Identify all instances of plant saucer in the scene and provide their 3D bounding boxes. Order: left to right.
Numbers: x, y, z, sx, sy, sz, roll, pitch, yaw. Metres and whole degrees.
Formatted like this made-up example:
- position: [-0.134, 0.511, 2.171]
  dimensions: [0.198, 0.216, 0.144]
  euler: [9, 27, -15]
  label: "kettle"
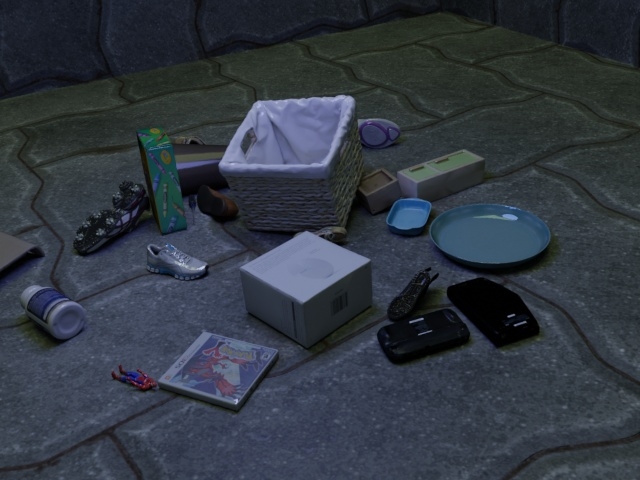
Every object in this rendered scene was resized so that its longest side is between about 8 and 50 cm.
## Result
- position: [0.456, -0.008, 1.875]
  dimensions: [0.317, 0.043, 0.317]
  euler: [-4, 30, 2]
  label: "plant saucer"

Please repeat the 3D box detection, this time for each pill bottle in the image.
- position: [-0.658, 0.168, 1.686]
  dimensions: [0.169, 0.094, 0.094]
  euler: [21, 39, 36]
  label: "pill bottle"

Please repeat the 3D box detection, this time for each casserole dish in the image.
- position: [0.258, -0.066, 2.006]
  dimensions: [0.114, 0.037, 0.188]
  euler: [5, 31, 17]
  label: "casserole dish"

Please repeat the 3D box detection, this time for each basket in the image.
- position: [-0.395, -0.245, 2.294]
  dimensions: [0.227, 0.154, 0.204]
  euler: [-6, 48, -10]
  label: "basket"
- position: [-0.061, -0.219, 2.006]
  dimensions: [0.331, 0.266, 0.328]
  euler: [1, 45, 21]
  label: "basket"

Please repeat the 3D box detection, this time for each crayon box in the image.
- position: [-0.473, -0.179, 2.063]
  dimensions: [0.081, 0.278, 0.165]
  euler: [-14, 32, -18]
  label: "crayon box"

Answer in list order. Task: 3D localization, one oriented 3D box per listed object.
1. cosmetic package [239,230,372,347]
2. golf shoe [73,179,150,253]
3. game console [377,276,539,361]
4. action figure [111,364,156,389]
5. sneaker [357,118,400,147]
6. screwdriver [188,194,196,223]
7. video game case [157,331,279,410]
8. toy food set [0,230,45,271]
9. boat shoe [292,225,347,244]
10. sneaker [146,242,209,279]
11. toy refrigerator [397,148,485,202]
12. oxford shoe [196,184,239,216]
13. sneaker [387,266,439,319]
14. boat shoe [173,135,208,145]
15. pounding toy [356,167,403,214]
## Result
- position: [-0.032, 0.109, 1.653]
  dimensions: [0.224, 0.138, 0.225]
  euler: [-29, 40, -35]
  label: "cosmetic package"
- position: [-0.606, -0.049, 2.050]
  dimensions: [0.105, 0.120, 0.273]
  euler: [27, 65, 32]
  label: "golf shoe"
- position: [0.299, 0.183, 1.577]
  dimensions: [0.361, 0.044, 0.213]
  euler: [-14, 30, -15]
  label: "game console"
- position: [-0.400, 0.298, 1.498]
  dimensions: [0.115, 0.030, 0.038]
  euler: [14, 30, 25]
  label: "action figure"
- position: [0.140, -0.410, 2.525]
  dimensions: [0.305, 0.114, 0.152]
  euler: [1, 32, 9]
  label: "sneaker"
- position: [-0.399, -0.092, 2.171]
  dimensions: [0.024, 0.025, 0.170]
  euler: [-9, 40, -8]
  label: "screwdriver"
- position: [-0.220, 0.278, 1.507]
  dimensions: [0.201, 0.023, 0.183]
  euler: [10, 34, 23]
  label: "video game case"
- position: [-0.958, 0.074, 1.914]
  dimensions: [0.220, 0.092, 0.306]
  euler: [20, 38, 16]
  label: "toy food set"
- position: [-0.001, -0.001, 1.921]
  dimensions: [0.153, 0.056, 0.048]
  euler: [-6, 40, 1]
  label: "boat shoe"
- position: [-0.391, 0.050, 1.860]
  dimensions: [0.191, 0.083, 0.071]
  euler: [8, 31, 18]
  label: "sneaker"
- position: [0.377, -0.201, 2.161]
  dimensions: [0.269, 0.094, 0.102]
  euler: [-20, 34, -23]
  label: "toy refrigerator"
- position: [-0.325, -0.116, 2.164]
  dimensions: [0.076, 0.076, 0.212]
  euler: [11, 14, -38]
  label: "oxford shoe"
- position: [0.224, 0.128, 1.665]
  dimensions: [0.051, 0.089, 0.170]
  euler: [37, 82, 17]
  label: "sneaker"
- position: [-0.453, -0.330, 2.491]
  dimensions: [0.109, 0.098, 0.302]
  euler: [-20, 34, -23]
  label: "boat shoe"
- position: [0.181, -0.150, 2.121]
  dimensions: [0.130, 0.100, 0.141]
  euler: [-27, 32, -8]
  label: "pounding toy"
